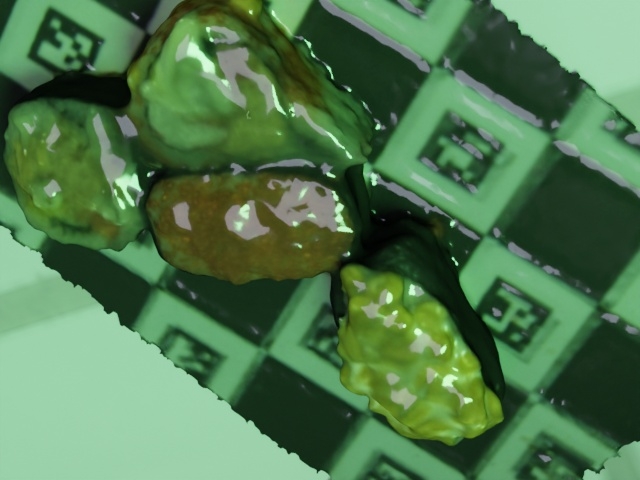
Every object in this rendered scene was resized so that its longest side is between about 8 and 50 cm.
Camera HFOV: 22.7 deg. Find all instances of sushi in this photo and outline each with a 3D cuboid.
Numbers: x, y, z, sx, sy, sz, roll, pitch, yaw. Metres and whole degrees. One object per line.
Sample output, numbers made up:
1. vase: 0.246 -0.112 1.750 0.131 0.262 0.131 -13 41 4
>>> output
1. sushi: 0.000 0.000 0.379 0.201 0.031 0.139 38 121 -4
